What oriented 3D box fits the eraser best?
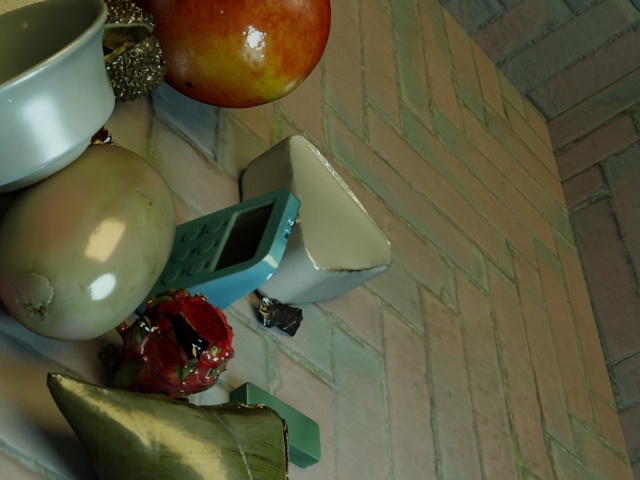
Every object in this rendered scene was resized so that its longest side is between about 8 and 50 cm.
[{"bbox_3d":[0.000,0.000,2.173,0.331,0.150,0.331,38,33,-30],"label":"eraser"}]

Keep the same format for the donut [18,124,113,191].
[{"bbox_3d":[-0.394,-0.136,1.675,0.186,0.144,0.126,-23,73,-21],"label":"donut"}]

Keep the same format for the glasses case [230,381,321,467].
[{"bbox_3d":[-0.071,0.303,1.850,0.184,0.039,0.078,37,34,-37],"label":"glasses case"}]

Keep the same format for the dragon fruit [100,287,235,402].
[{"bbox_3d":[-0.219,0.154,1.593,0.166,0.172,0.160,31,30,-37],"label":"dragon fruit"}]

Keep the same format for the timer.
[{"bbox_3d":[-0.156,0.021,1.760,0.091,0.250,0.232,50,27,-20],"label":"timer"}]

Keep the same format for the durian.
[{"bbox_3d":[-0.347,-0.326,1.924,0.196,0.167,0.196,-12,90,-82],"label":"durian"}]

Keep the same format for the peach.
[{"bbox_3d":[-0.171,-0.427,2.064,0.388,0.388,0.388,41,32,-32],"label":"peach"}]

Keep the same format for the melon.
[{"bbox_3d":[-0.316,-0.003,1.535,0.223,0.223,0.317,49,35,-19],"label":"melon"}]

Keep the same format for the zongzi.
[{"bbox_3d":[-0.187,0.363,1.443,0.393,0.174,0.356,25,45,-47],"label":"zongzi"}]

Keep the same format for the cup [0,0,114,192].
[{"bbox_3d":[-0.410,-0.174,1.487,0.347,0.347,0.163,-76,149,-55],"label":"cup"}]

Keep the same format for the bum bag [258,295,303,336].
[{"bbox_3d":[-0.071,0.136,2.026,0.124,0.034,0.058,25,68,-48],"label":"bum bag"}]

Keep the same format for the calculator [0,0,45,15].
[{"bbox_3d":[-0.478,-0.431,1.767,0.161,0.021,0.262,40,67,-27],"label":"calculator"}]
